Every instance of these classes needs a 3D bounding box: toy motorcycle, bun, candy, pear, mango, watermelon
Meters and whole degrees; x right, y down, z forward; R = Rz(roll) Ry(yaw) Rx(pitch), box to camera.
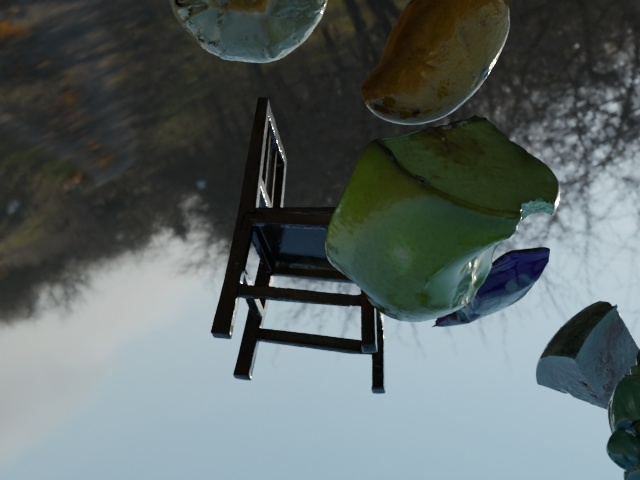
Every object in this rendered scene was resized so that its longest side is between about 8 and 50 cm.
[{"bbox_3d":[0.440,0.256,1.173,0.198,0.297,0.109,-12,149,-30],"label":"toy motorcycle"},{"bbox_3d":[-0.126,-0.400,1.511,0.287,0.287,0.146,-22,-163,36],"label":"bun"},{"bbox_3d":[0.266,0.080,1.560,0.145,0.070,0.275,-14,159,-12],"label":"candy"},{"bbox_3d":[0.139,0.002,1.250,0.286,0.176,0.282,-17,148,-47],"label":"pear"},{"bbox_3d":[0.185,-0.300,1.578,0.295,0.177,0.120,-47,-160,-5],"label":"mango"},{"bbox_3d":[0.655,0.296,2.295,0.228,0.258,0.387,-41,162,-8],"label":"watermelon"}]

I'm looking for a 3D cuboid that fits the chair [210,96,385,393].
[{"bbox_3d":[0.000,0.000,1.523,0.240,0.416,0.203,3,151,12],"label":"chair"}]
